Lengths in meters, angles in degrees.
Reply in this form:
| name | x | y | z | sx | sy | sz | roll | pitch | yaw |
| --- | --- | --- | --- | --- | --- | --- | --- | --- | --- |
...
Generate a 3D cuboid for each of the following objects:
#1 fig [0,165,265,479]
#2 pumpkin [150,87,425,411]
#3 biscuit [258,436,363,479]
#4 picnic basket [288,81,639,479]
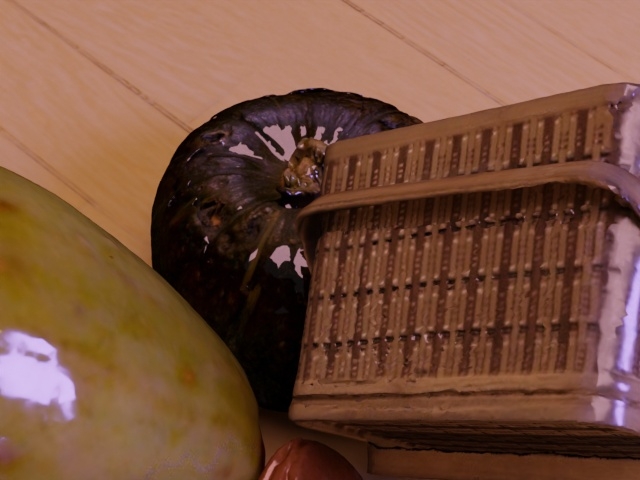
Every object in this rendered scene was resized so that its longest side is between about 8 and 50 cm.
| name | x | y | z | sx | sy | sz | roll | pitch | yaw |
| --- | --- | --- | --- | --- | --- | --- | --- | --- | --- |
| fig | -0.186 | 0.094 | 0.710 | 0.326 | 0.258 | 0.258 | 21 | 53 | -14 |
| pumpkin | 0.000 | -0.001 | 0.852 | 0.238 | 0.159 | 0.238 | 3 | 55 | -4 |
| biscuit | -0.034 | 0.191 | 0.701 | 0.036 | 0.186 | 0.192 | 10 | 50 | 38 |
| picnic basket | 0.156 | 0.058 | 0.702 | 0.313 | 0.228 | 0.175 | 21 | 71 | -40 |
